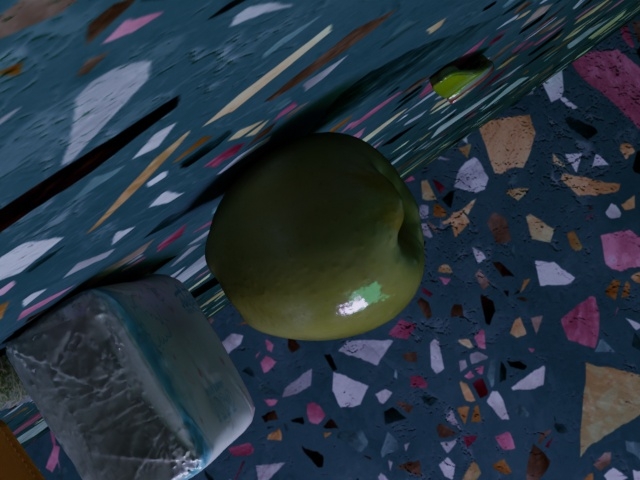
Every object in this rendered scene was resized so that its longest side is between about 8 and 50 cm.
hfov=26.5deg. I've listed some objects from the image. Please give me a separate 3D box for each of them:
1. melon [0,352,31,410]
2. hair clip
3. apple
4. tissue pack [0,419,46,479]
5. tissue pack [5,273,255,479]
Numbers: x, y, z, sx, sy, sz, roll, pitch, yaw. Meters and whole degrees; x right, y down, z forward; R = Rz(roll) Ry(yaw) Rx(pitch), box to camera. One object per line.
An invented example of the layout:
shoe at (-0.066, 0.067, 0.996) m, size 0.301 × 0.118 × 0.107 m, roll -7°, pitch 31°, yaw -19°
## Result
melon at (-0.320, 0.139, 1.233) m, size 0.098 × 0.054 × 0.182 m, roll -21°, pitch 180°, yaw 10°
hair clip at (0.166, -0.187, 1.573) m, size 0.060 × 0.033 × 0.188 m, roll -37°, pitch 177°, yaw 20°
apple at (0.000, 0.000, 1.193) m, size 0.200 × 0.200 × 0.200 m, roll -35°, pitch 177°, yaw -2°
tissue pack at (-0.476, 0.344, 1.573) m, size 0.194 × 0.145 × 0.274 m, roll -41°, pitch 172°, yaw 36°
tissue pack at (-0.171, 0.140, 1.316) m, size 0.124 × 0.201 × 0.271 m, roll -29°, pitch 178°, yaw 8°
